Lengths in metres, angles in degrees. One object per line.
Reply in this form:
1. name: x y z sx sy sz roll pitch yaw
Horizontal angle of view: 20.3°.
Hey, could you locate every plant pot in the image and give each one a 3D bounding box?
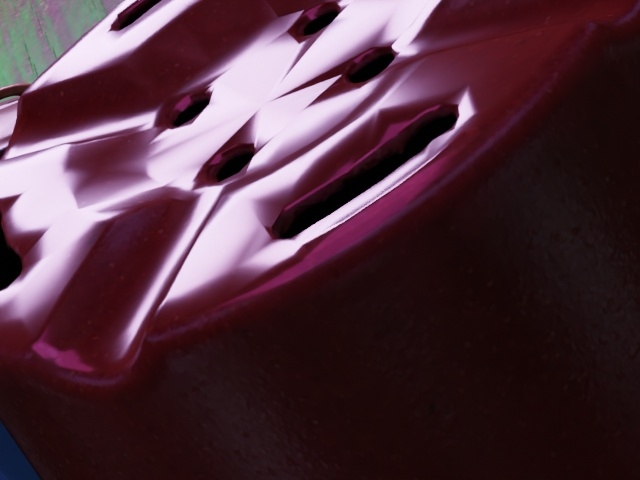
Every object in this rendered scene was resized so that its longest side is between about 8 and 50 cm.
1. plant pot: 0.049 0.052 0.496 0.272 0.265 0.272 -24 31 16

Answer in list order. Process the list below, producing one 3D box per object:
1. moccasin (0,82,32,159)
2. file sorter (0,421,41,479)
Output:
1. moccasin: -0.216 -0.008 0.989 0.380 0.139 0.147 -27 14 22
2. file sorter: -0.161 0.081 0.764 0.104 0.170 0.118 -26 29 20
